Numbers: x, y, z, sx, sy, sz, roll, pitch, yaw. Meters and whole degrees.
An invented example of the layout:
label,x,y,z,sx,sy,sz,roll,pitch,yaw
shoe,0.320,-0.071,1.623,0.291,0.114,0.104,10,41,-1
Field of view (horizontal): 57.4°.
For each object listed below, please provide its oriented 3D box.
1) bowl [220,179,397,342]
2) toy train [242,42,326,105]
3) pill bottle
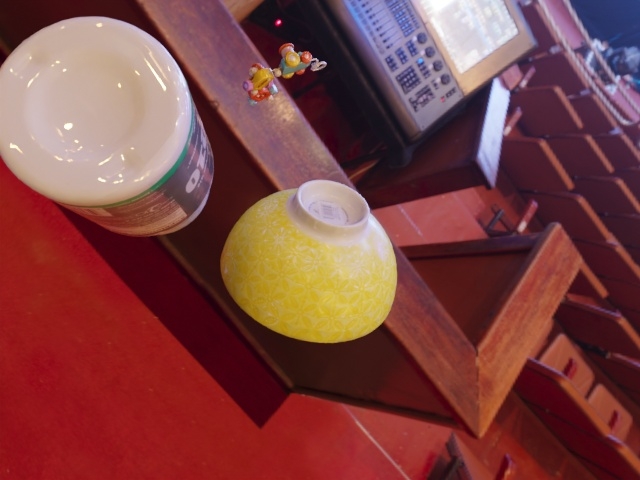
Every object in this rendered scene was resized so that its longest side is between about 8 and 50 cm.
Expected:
label,x,y,z,sx,sy,sz,roll,pitch,yaw
bowl,0.000,0.000,0.914,0.290,0.156,0.289,12,38,-10
toy train,-0.079,-0.301,1.047,0.046,0.166,0.125,67,22,1
pill bottle,-0.249,-0.114,0.765,0.204,0.361,0.204,1,83,-5
